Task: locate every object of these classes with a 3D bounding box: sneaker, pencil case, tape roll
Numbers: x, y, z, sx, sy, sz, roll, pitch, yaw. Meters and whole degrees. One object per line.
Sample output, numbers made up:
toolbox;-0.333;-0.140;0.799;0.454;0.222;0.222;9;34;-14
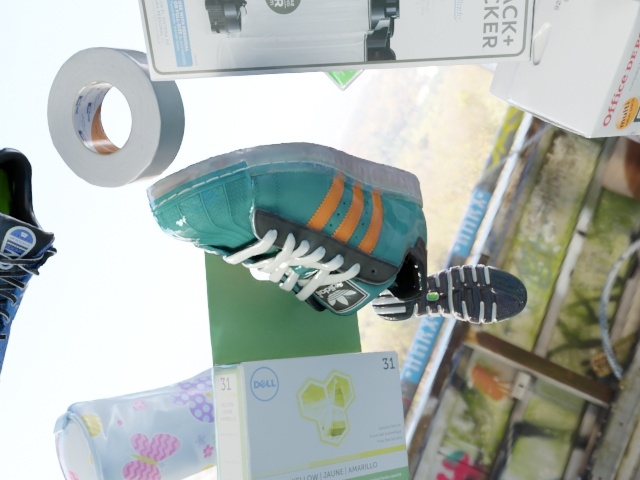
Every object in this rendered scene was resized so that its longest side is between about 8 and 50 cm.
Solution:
sneaker;0.239;0.091;1.413;0.162;0.281;0.106;-27;-64;-80
sneaker;0.000;0.000;0.607;0.108;0.302;0.121;-24;73;39
pencil case;-0.170;0.219;0.889;0.113;0.273;0.124;-6;95;50
sneaker;-0.378;0.035;0.820;0.147;0.130;0.330;-21;63;29
tape roll;-0.326;-0.195;1.190;0.219;0.219;0.072;-64;-16;20

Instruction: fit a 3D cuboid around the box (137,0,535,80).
box;0.014;-0.199;0.609;0.169;0.290;0.087;-88;-6;-63

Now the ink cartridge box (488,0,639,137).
ink cartridge box;0.373;-0.242;0.973;0.168;0.233;0.171;37;125;42

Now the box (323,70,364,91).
box;0.103;-0.363;1.011;0.231;0.127;0.262;-39;10;41

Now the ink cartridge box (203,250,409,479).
ink cartridge box;-0.011;0.103;0.641;0.056;0.171;0.235;-15;76;50
